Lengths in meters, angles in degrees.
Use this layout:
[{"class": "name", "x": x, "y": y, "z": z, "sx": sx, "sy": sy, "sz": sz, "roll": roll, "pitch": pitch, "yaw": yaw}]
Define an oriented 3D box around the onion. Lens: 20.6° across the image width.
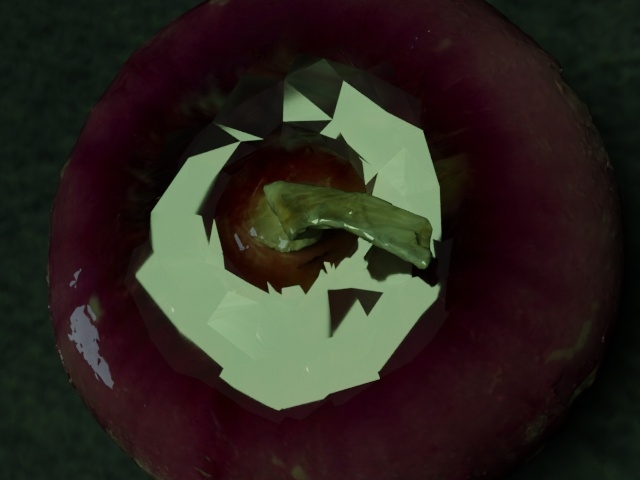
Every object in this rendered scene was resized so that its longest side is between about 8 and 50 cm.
[{"class": "onion", "x": 0.002, "y": 0.002, "z": 0.534, "sx": 0.177, "sy": 0.153, "sz": 0.177, "roll": -12, "pitch": 71, "yaw": 37}]
